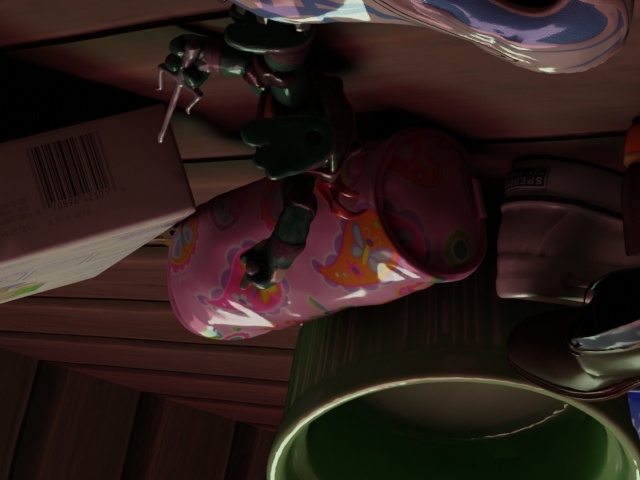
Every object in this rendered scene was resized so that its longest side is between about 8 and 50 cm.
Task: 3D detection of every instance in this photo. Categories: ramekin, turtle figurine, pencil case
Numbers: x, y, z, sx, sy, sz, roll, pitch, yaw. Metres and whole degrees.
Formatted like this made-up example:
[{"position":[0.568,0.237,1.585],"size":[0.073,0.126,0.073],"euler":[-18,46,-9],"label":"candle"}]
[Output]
[{"position":[0.111,0.142,1.539],"size":[0.303,0.148,0.303],"euler":[2,139,2],"label":"ramekin"},{"position":[-0.033,-0.072,1.238],"size":[0.118,0.175,0.234],"euler":[-26,171,-11],"label":"turtle figurine"},{"position":[0.000,0.000,1.432],"size":[0.124,0.124,0.284],"euler":[20,155,-33],"label":"pencil case"}]

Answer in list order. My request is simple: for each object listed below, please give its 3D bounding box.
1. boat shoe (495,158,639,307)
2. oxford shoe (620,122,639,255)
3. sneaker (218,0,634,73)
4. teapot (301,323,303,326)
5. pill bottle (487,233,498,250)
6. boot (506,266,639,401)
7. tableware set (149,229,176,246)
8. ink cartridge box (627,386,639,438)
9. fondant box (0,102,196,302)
[{"position":[0.288,0.065,1.430],"size":[0.367,0.156,0.136],"euler":[19,168,-27],"label":"boat shoe"},{"position":[0.296,0.007,1.281],"size":[0.271,0.098,0.097],"euler":[21,167,-34],"label":"oxford shoe"},{"position":[0.038,-0.144,0.919],"size":[0.237,0.085,0.086],"euler":[13,143,18],"label":"sneaker"},{"position":[0.087,0.118,1.907],"size":[0.252,0.187,0.256],"euler":[-4,144,-7],"label":"teapot"},{"position":[0.067,0.035,1.627],"size":[0.221,0.124,0.124],"euler":[16,169,-14],"label":"pill bottle"},{"position":[0.191,0.052,1.254],"size":[0.219,0.082,0.106],"euler":[-3,147,46],"label":"boot"},{"position":[-0.122,0.008,1.988],"size":[0.154,0.024,0.104],"euler":[18,171,-27],"label":"tableware set"},{"position":[0.387,0.165,1.867],"size":[0.186,0.065,0.311],"euler":[3,179,42],"label":"ink cartridge box"},{"position":[-0.268,-0.007,1.561],"size":[0.238,0.096,0.330],"euler":[-16,175,-23],"label":"fondant box"}]
